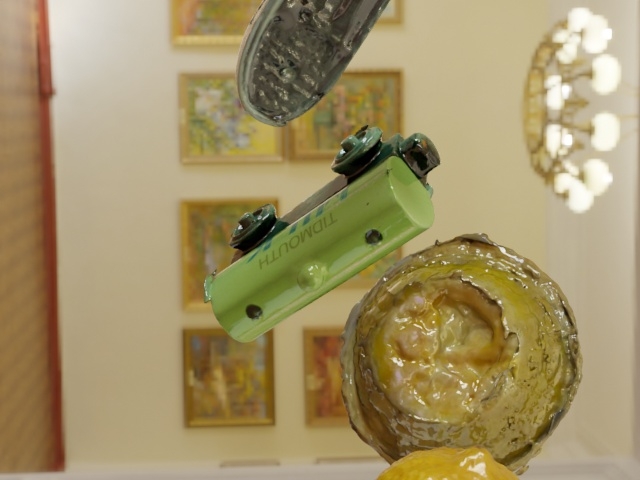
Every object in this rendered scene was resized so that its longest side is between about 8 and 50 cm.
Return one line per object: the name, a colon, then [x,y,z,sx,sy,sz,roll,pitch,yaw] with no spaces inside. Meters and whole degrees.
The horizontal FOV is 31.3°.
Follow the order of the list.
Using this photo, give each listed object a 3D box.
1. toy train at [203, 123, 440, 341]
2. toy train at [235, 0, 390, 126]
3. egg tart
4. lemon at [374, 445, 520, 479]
toy train: [0.000,0.000,1.042,0.105,0.253,0.157,49,25,-17]
toy train: [0.052,-0.274,0.919,0.407,0.086,0.088,-56,-163,6]
egg tart: [0.154,0.133,1.360,0.120,0.314,0.315,43,42,-64]
lemon: [0.083,0.233,0.827,0.142,0.142,0.187,-100,-152,-66]
